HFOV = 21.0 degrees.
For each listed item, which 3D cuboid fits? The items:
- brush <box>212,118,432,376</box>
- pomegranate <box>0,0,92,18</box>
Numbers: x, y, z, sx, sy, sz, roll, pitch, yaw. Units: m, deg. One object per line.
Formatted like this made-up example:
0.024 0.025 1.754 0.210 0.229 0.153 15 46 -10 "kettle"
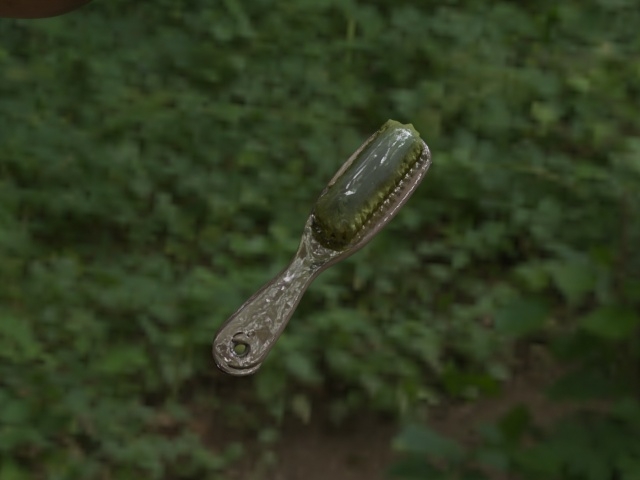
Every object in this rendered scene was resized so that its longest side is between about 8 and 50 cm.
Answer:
-0.001 -0.002 1.620 0.072 0.313 0.067 33 -22 18 "brush"
-0.208 -0.262 1.155 0.248 0.248 0.248 6 -2 0 "pomegranate"
